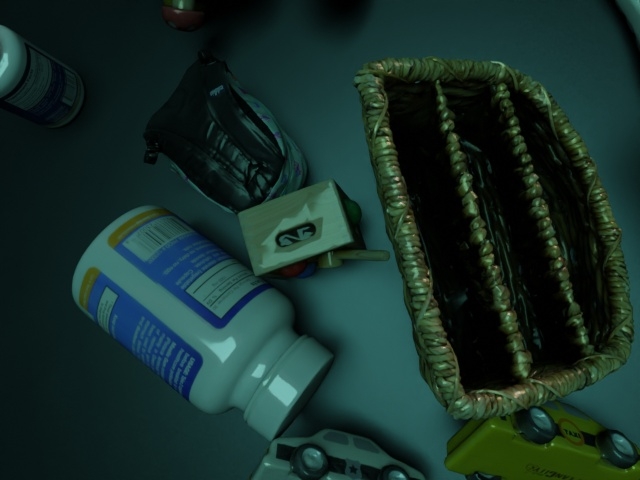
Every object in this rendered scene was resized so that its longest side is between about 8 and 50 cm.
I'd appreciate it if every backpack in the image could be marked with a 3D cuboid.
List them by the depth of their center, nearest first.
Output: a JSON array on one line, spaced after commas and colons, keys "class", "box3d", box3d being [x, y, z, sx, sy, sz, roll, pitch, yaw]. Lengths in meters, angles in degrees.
[{"class": "backpack", "box3d": [-0.101, -0.110, 0.618, 0.182, 0.115, 0.152, 44, 108, 15]}]

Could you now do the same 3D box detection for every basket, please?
[{"class": "basket", "box3d": [0.170, -0.012, 0.483, 0.213, 0.223, 0.300, -13, 78, 6]}]

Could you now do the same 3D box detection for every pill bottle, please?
[{"class": "pill bottle", "box3d": [-0.124, 0.092, 0.581, 0.272, 0.152, 0.152, 35, 92, 14]}, {"class": "pill bottle", "box3d": [-0.394, -0.214, 0.667, 0.094, 0.169, 0.094, -2, 83, 13]}]

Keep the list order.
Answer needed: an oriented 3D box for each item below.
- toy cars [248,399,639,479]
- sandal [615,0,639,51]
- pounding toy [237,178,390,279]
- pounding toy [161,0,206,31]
[{"class": "toy cars", "box3d": [0.116, 0.219, 0.536, 0.393, 0.087, 0.177, -14, 125, 11]}, {"class": "sandal", "box3d": [0.374, -0.319, 0.540, 0.169, 0.102, 0.417, -23, 77, 7]}, {"class": "pounding toy", "box3d": [0.000, 0.000, 0.574, 0.141, 0.130, 0.100, -19, 80, 10]}, {"class": "pounding toy", "box3d": [-0.192, -0.329, 0.655, 0.236, 0.183, 0.110, 18, 114, 14]}]
